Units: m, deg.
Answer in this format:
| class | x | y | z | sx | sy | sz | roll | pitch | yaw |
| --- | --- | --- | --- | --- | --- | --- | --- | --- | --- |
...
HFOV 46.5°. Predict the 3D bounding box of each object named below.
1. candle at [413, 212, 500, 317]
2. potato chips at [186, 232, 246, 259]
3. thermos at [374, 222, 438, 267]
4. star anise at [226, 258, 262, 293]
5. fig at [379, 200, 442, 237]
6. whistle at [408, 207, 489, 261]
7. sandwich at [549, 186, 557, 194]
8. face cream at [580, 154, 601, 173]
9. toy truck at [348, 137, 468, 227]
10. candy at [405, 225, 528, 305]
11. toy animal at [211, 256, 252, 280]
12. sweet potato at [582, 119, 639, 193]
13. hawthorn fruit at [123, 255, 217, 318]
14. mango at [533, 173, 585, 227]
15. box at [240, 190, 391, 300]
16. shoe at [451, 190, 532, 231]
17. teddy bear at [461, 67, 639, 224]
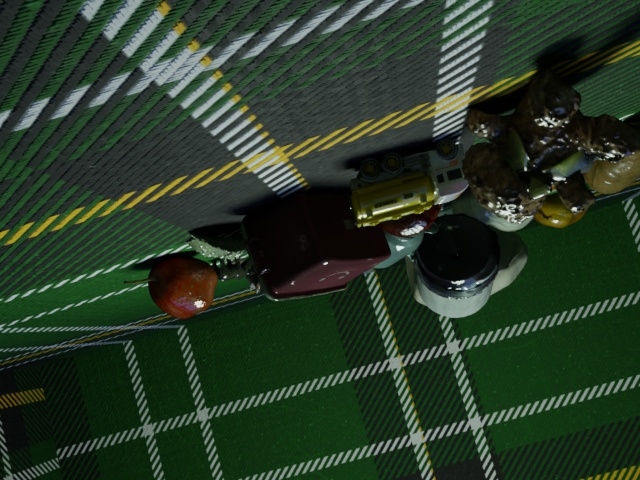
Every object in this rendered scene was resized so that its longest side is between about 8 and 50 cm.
| class | x | y | z | sx | sy | sz | roll | pitch | yaw |
| --- | --- | --- | --- | --- | --- | --- | --- | --- | --- |
| candle | 0.362 | 0.081 | 1.989 | 0.221 | 0.221 | 0.342 | -16 | 154 | 3 |
| potato chips | -0.210 | 0.009 | 1.638 | 0.167 | 0.059 | 0.228 | -7 | 176 | -12 |
| thermos | 0.165 | -0.031 | 1.832 | 0.182 | 0.145 | 0.286 | 20 | 163 | -7 |
| star anise | -0.207 | 0.070 | 2.213 | 0.148 | 0.218 | 0.227 | 12 | 138 | 22 |
| fig | 0.193 | -0.080 | 1.572 | 0.146 | 0.133 | 0.201 | -8 | -177 | 19 |
| whistle | 0.374 | -0.004 | 2.276 | 0.405 | 0.168 | 0.188 | -5 | 167 | -32 |
| sandwich | 0.540 | -0.162 | 1.846 | 0.159 | 0.079 | 0.235 | -7 | 172 | 21 |
| face cream | 0.488 | -0.161 | 1.655 | 0.311 | 0.092 | 0.092 | -12 | 172 | -14 |
| toy truck | 0.158 | -0.101 | 1.357 | 0.227 | 0.114 | 0.098 | -15 | 172 | -4 |
| candy | 0.491 | 0.082 | 2.516 | 0.427 | 0.186 | 0.386 | -22 | -146 | -6 |
| toy animal | -0.232 | 0.075 | 2.019 | 0.047 | 0.065 | 0.136 | -21 | 171 | 38 |
| sweet potato | 0.694 | -0.195 | 1.681 | 0.131 | 0.130 | 0.422 | -15 | 172 | -3 |
| hawthorn fruit | -0.348 | 0.100 | 1.766 | 0.163 | 0.162 | 0.203 | -20 | 153 | 29 |
| mango | 0.701 | -0.106 | 2.190 | 0.166 | 0.136 | 0.236 | -12 | -168 | 23 |
| box | 0.000 | 0.000 | 1.541 | 0.167 | 0.193 | 0.294 | -31 | 164 | 34 |
| shoe | 0.511 | -0.100 | 2.027 | 0.316 | 0.124 | 0.159 | -5 | 166 | -37 |
| teddy bear | 0.332 | -0.130 | 1.162 | 0.222 | 0.246 | 0.296 | -56 | -179 | 10 |
